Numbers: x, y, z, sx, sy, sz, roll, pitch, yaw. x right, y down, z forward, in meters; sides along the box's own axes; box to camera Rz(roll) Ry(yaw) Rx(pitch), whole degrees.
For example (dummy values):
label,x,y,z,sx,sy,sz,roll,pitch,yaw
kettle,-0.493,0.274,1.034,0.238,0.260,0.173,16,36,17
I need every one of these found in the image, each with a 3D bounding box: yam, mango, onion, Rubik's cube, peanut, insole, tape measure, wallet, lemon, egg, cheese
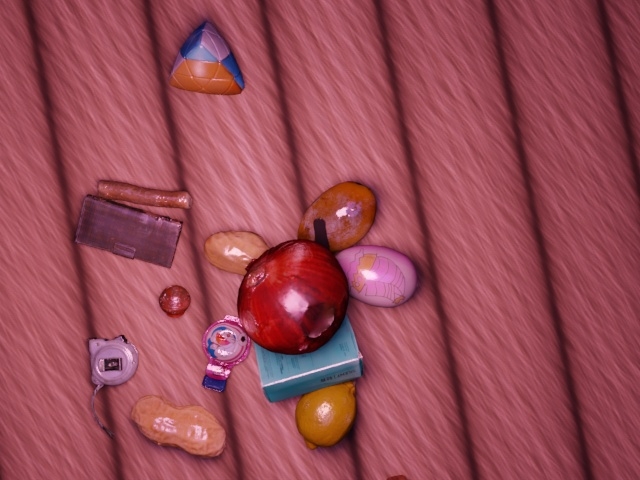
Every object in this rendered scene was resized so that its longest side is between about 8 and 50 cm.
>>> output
label,x,y,z,sx,sy,sz,roll,pitch,yaw
yam,-0.563,-0.144,1.842,0.300,0.066,0.066,9,88,-3
mango,0.044,-0.054,1.831,0.193,0.146,0.316,45,107,-3
onion,-0.070,0.178,1.655,0.341,0.341,0.341,0,89,-2
Rubik's cube,-0.388,-0.583,1.836,0.255,0.254,0.254,0,89,-2
peanut,-0.443,0.580,1.794,0.313,0.149,0.149,16,88,2
peanut,-0.210,0.050,1.816,0.319,0.147,0.147,19,88,-6
insole,0.000,0.000,1.789,0.053,0.002,0.152,-1,117,14
tape measure,-0.649,0.466,1.811,0.164,0.084,0.330,-8,87,2
wallet,-0.611,-0.028,1.833,0.317,0.044,0.169,16,100,-4
lemon,0.020,0.532,1.789,0.184,0.184,0.248,34,82,-1
egg,0.170,0.107,1.800,0.271,0.196,0.196,21,88,-8
cheese,-0.312,0.361,1.839,0.155,0.062,0.244,18,88,-4

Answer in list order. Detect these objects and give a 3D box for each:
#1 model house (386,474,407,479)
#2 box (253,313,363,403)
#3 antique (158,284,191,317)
label,x,y,z,sx,sy,sz,roll,pitch,yaw
model house,0.248,0.918,1.769,0.295,0.252,0.329,26,81,-1
box,-0.040,0.354,1.777,0.311,0.118,0.205,-17,49,-3
antique,-0.462,0.188,1.819,0.104,0.104,0.104,0,89,-2
